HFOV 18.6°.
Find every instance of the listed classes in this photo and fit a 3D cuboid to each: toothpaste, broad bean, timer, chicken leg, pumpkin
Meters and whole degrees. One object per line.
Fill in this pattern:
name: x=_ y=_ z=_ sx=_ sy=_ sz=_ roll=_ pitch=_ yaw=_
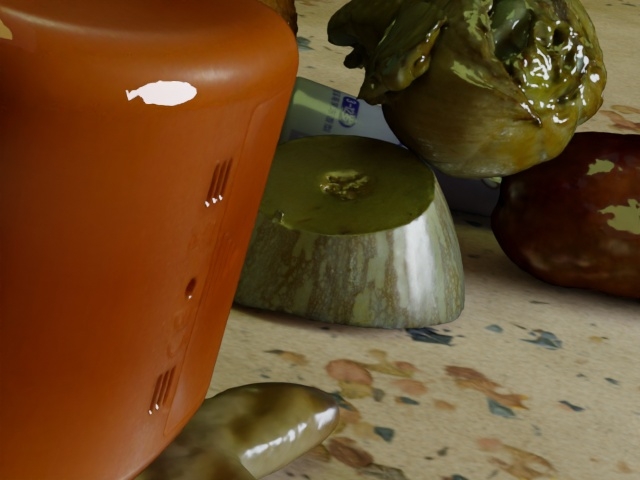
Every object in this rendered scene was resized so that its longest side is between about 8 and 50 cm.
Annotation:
toothpaste: x=0.093 y=-0.059 z=1.615 sx=0.371 sy=0.080 sz=0.125 roll=18 pitch=13 yaw=-5
broad bean: x=0.244 y=-0.015 z=1.479 sx=0.228 sy=0.122 sz=0.156 roll=9 pitch=17 yaw=1
timer: x=-0.130 y=0.000 z=0.886 sx=0.161 sy=0.257 sz=0.250 roll=19 pitch=19 yaw=7
chicken leg: x=0.092 y=-0.147 z=1.516 sx=0.201 sy=0.152 sz=0.429 roll=-23 pitch=18 yaw=-7
pumpkin: x=0.008 y=-0.016 z=1.377 sx=0.217 sy=0.110 sz=0.217 roll=12 pitch=24 yaw=-6

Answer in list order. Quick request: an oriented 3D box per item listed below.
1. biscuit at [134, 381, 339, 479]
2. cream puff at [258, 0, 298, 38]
biscuit: x=-0.076 y=0.117 z=1.019 sx=0.164 sy=0.047 sz=0.208 roll=10 pitch=20 yaw=3
cream puff: x=-0.153 y=-0.119 z=1.386 sx=0.303 sy=0.212 sz=0.303 roll=-11 pitch=19 yaw=4
